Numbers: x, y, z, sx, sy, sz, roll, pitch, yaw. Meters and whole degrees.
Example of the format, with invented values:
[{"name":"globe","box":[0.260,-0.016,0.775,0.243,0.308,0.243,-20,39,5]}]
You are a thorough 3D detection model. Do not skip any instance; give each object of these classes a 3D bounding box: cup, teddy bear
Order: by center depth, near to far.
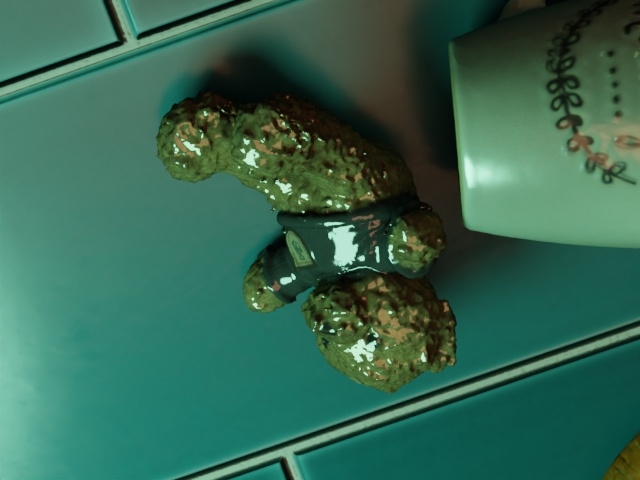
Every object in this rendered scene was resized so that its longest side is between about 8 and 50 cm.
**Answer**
[{"name":"cup","box":[0.205,-0.119,1.206,0.234,0.186,0.258,-3,79,4]},{"name":"teddy bear","box":[0.013,-0.013,1.238,0.129,0.182,0.251,-40,110,-29]}]

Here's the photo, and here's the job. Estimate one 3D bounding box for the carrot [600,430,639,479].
[{"name":"carrot","box":[0.282,0.139,1.347,0.059,0.059,0.248,34,99,-15]}]
